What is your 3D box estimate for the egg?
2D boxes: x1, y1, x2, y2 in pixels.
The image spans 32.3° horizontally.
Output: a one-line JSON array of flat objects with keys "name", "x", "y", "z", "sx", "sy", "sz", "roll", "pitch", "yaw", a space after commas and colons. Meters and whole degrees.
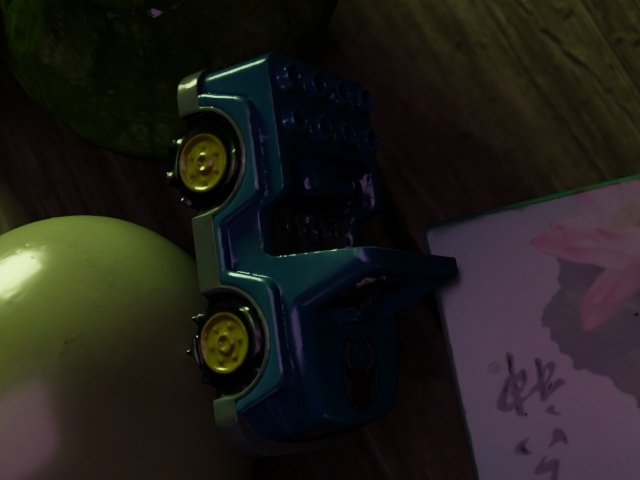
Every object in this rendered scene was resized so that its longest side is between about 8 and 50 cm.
[{"name": "egg", "x": -0.130, "y": 0.113, "z": 0.554, "sx": 0.189, "sy": 0.188, "sz": 0.253, "roll": 13, "pitch": 85, "yaw": 16}]

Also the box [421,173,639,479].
[{"name": "box", "x": 0.185, "y": 0.044, "z": 0.539, "sx": 0.245, "sy": 0.092, "sz": 0.153, "roll": -14, "pitch": 78, "yaw": 11}]

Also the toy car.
[{"name": "toy car", "x": 0.000, "y": 0.000, "z": 0.514, "sx": 0.100, "sy": 0.097, "sz": 0.191, "roll": -14, "pitch": 78, "yaw": 33}]

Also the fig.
[{"name": "fig", "x": -0.096, "y": -0.152, "z": 0.570, "sx": 0.203, "sy": 0.235, "sz": 0.203, "roll": -2, "pitch": 79, "yaw": 9}]
